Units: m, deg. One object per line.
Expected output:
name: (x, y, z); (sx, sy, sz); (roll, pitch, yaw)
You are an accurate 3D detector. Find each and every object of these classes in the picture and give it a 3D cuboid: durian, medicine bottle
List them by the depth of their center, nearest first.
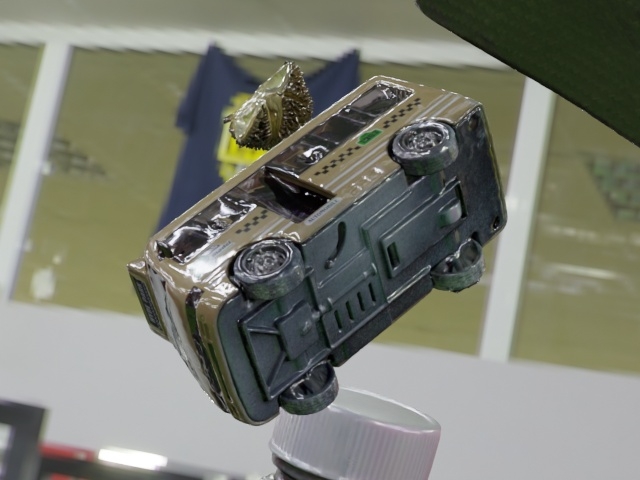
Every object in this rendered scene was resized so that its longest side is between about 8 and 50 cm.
medicine bottle: (0.005, 0.279, 1.576); (0.165, 0.273, 0.165); (15, 4, -1)
durian: (-0.053, -0.127, 1.812); (0.071, 0.110, 0.140); (46, -30, -17)

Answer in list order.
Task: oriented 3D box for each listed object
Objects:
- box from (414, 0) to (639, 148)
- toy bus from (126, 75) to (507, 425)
box: (0.189, -0.165, 0.928); (0.273, 0.143, 0.184); (37, -31, 34)
toy bus: (0.000, 0.000, 1.289); (0.157, 0.289, 0.139); (25, -36, 43)
